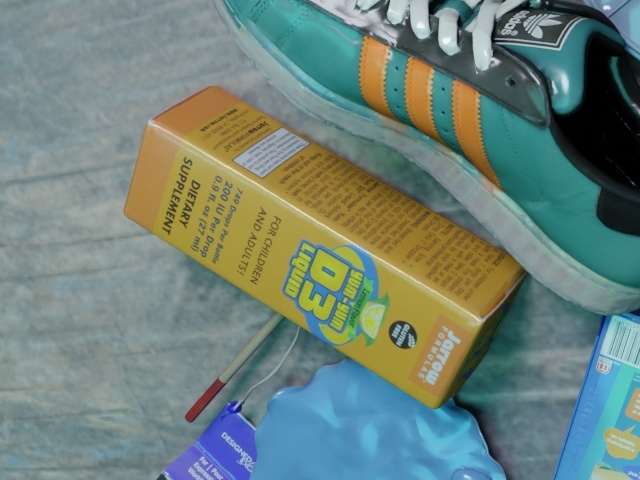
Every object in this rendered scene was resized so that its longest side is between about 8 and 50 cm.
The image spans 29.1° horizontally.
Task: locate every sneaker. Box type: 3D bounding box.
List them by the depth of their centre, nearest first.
[{"bbox_3d":[0.081,-0.093,0.625,0.302,0.108,0.121,37,143,2],"label":"sneaker"}]

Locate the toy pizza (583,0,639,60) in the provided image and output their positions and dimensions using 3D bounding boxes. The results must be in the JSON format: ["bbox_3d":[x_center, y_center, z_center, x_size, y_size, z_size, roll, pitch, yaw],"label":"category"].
[{"bbox_3d":[0.210,-0.167,0.581,0.201,0.032,0.201,11,116,24],"label":"toy pizza"}]

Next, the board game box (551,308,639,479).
[{"bbox_3d":[0.207,0.153,0.683,0.160,0.047,0.210,21,107,22],"label":"board game box"}]

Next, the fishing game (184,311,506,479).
[{"bbox_3d":[0.038,0.162,0.813,0.264,0.041,0.189,45,117,12],"label":"fishing game"}]

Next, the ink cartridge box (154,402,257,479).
[{"bbox_3d":[-0.052,0.254,0.898,0.206,0.045,0.208,42,123,8],"label":"ink cartridge box"}]

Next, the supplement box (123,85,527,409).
[{"bbox_3d":[0.000,0.000,0.741,0.233,0.080,0.078,29,124,13],"label":"supplement box"}]
